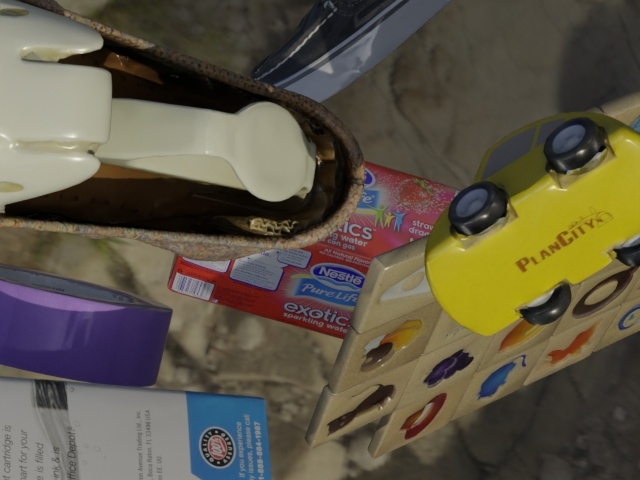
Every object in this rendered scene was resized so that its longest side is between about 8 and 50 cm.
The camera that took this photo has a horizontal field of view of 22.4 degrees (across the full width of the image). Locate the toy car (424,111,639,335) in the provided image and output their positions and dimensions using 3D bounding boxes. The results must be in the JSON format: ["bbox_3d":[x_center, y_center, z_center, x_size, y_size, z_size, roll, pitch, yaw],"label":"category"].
[{"bbox_3d":[0.153,-0.074,0.581,0.239,0.225,0.053,-5,34,-5],"label":"toy car"}]

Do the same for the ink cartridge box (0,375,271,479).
[{"bbox_3d":[-0.252,0.295,1.567,0.394,0.166,0.285,7,56,-19],"label":"ink cartridge box"}]

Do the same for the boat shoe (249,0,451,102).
[{"bbox_3d":[0.038,-0.155,0.894,0.228,0.080,0.076,-35,104,22],"label":"boat shoe"}]

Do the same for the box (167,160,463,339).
[{"bbox_3d":[0.000,0.000,1.514,0.256,0.128,0.123,16,49,-6],"label":"box"}]

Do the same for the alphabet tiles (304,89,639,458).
[{"bbox_3d":[0.150,0.004,0.890,0.342,0.285,0.011,-22,62,-27],"label":"alphabet tiles"}]

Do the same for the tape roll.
[{"bbox_3d":[-0.309,0.089,1.821,0.274,0.275,0.090,13,92,25],"label":"tape roll"}]

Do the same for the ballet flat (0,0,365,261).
[{"bbox_3d":[-0.095,-0.049,0.630,0.106,0.316,0.108,6,90,41],"label":"ballet flat"}]
